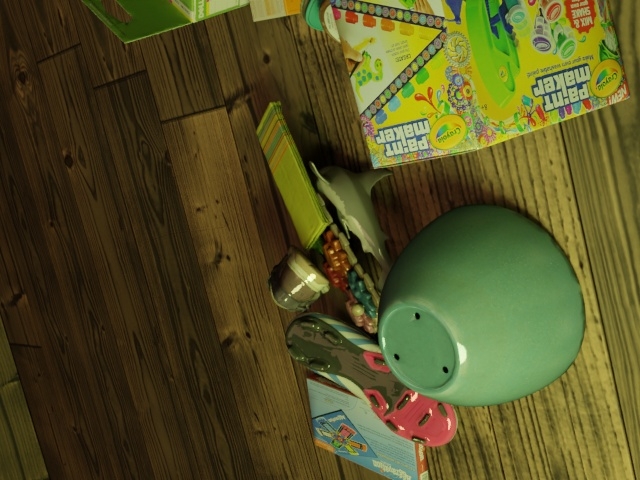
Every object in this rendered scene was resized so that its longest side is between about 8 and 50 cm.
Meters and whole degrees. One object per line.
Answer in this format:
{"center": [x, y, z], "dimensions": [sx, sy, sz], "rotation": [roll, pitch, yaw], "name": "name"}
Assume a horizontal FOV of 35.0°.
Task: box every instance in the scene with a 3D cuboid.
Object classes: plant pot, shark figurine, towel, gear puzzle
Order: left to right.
{"center": [-0.048, -0.107, 1.676], "dimensions": [0.237, 0.021, 0.102], "rotation": [67, 154, 19], "name": "towel"}
{"center": [0.000, 0.000, 1.701], "dimensions": [0.339, 0.044, 0.175], "rotation": [59, 169, 20], "name": "gear puzzle"}
{"center": [0.079, -0.054, 1.601], "dimensions": [0.278, 0.116, 0.166], "rotation": [56, 176, 30], "name": "shark figurine"}
{"center": [0.191, 0.114, 1.415], "dimensions": [0.290, 0.195, 0.290], "rotation": [18, 119, 37], "name": "plant pot"}

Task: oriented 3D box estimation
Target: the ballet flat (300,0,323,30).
{"center": [0.081, -0.423, 1.422], "dimensions": [0.348, 0.123, 0.123], "rotation": [-36, 77, 53], "name": "ballet flat"}

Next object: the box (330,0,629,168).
{"center": [0.185, -0.260, 1.206], "dimensions": [0.177, 0.290, 0.279], "rotation": [-6, 102, 52], "name": "box"}

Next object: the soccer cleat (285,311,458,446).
{"center": [0.095, 0.217, 1.708], "dimensions": [0.331, 0.143, 0.116], "rotation": [33, 103, 12], "name": "soccer cleat"}

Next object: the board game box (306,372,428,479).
{"center": [0.081, 0.342, 1.833], "dimensions": [0.281, 0.027, 0.145], "rotation": [13, 114, 48], "name": "board game box"}

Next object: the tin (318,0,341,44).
{"center": [0.089, -0.309, 1.432], "dimensions": [0.190, 0.040, 0.106], "rotation": [11, 152, 16], "name": "tin"}

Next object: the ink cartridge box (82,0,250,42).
{"center": [-0.263, -0.447, 1.702], "dimensions": [0.189, 0.255, 0.097], "rotation": [45, 146, 29], "name": "ink cartridge box"}

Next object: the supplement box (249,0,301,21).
{"center": [-0.075, -0.399, 1.678], "dimensions": [0.098, 0.036, 0.062], "rotation": [6, 111, 50], "name": "supplement box"}

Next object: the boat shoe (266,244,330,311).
{"center": [-0.044, 0.072, 1.707], "dimensions": [0.103, 0.092, 0.285], "rotation": [48, 177, -1], "name": "boat shoe"}
